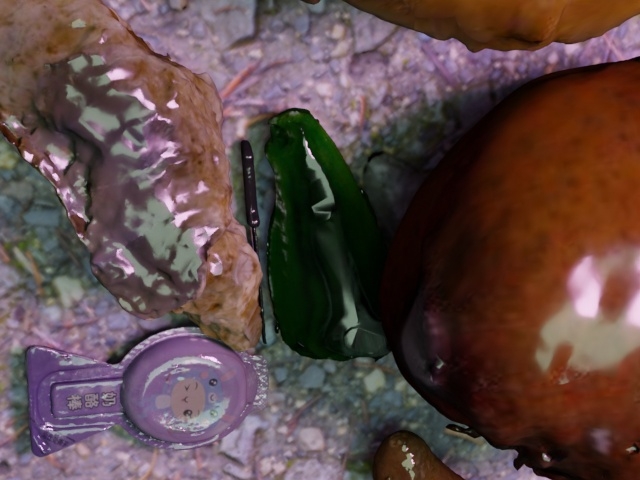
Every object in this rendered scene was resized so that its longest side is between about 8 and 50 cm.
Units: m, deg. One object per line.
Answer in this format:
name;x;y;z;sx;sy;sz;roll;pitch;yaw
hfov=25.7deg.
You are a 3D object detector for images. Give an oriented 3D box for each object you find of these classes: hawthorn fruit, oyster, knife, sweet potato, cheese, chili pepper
hawthorn fruit;0.202;0.026;1.034;0.308;0.308;0.325;24;108;-22
oyster;-0.134;-0.047;1.008;0.166;0.110;0.341;-25;109;-9
knife;-0.051;0.004;1.097;0.010;0.023;0.170;-7;112;-6
sweet potato;0.174;0.275;1.214;0.341;0.092;0.114;28;82;-23
cheese;-0.134;0.120;1.101;0.190;0.042;0.105;-5;107;-12
chili pepper;-0.001;0.000;1.090;0.108;0.062;0.216;-21;110;-8

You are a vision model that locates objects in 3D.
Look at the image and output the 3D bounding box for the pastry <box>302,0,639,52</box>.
pastry;0.099;-0.313;0.898;0.409;0.245;0.410;1;119;1
